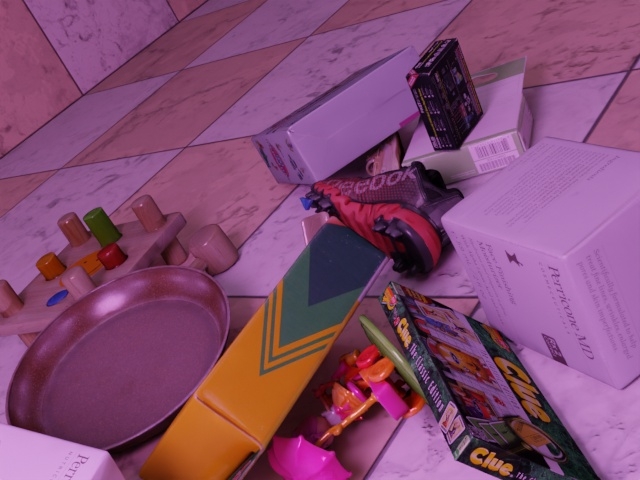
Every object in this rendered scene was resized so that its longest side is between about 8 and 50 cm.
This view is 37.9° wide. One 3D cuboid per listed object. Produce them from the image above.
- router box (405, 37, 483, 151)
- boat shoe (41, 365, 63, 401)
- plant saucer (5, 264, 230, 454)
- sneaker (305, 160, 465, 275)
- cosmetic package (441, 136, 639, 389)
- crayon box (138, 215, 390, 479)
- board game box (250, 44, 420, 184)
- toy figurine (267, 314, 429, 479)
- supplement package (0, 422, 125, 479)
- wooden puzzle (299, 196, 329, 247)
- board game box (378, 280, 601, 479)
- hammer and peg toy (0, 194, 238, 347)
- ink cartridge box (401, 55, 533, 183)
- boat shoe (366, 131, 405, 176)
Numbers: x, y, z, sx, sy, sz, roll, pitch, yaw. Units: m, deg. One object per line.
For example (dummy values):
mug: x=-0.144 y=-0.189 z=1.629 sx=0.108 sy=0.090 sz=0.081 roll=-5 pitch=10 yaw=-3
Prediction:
router box: x=0.168 y=-0.194 z=1.246 sx=0.038 sy=0.122 sz=0.092 roll=2 pitch=40 yaw=39
boat shoe: x=-0.347 y=0.193 z=1.271 sx=0.042 sy=0.049 sz=0.133 roll=-4 pitch=36 yaw=33
plant saucer: x=-0.248 y=0.156 z=1.178 sx=0.310 sy=0.050 sz=0.311 roll=-16 pitch=37 yaw=12
sneaker: x=0.088 y=-0.042 z=1.198 sx=0.135 sy=0.098 sz=0.276 roll=-38 pitch=29 yaw=-19
cosmetic package: x=0.243 y=0.013 z=0.871 sx=0.151 sy=0.151 sz=0.183 roll=-36 pitch=25 yaw=-15
crayon box: x=-0.067 y=0.140 z=0.926 sx=0.318 sy=0.081 sz=0.202 roll=-54 pitch=0 yaw=-42
board game box: x=0.029 y=-0.185 z=1.443 sx=0.224 sy=0.098 sz=0.303 roll=-34 pitch=11 yaw=-9
toy figurine: x=0.018 y=0.165 z=0.884 sx=0.159 sy=0.130 sz=0.173 roll=-41 pitch=15 yaw=-3
supplement package: x=-0.321 y=0.270 z=0.825 sx=0.292 sy=0.175 sz=0.178 roll=8 pitch=47 yaw=22
wooden puzzle: x=0.000 y=0.000 z=1.214 sx=0.014 sy=0.116 sz=0.078 roll=-11 pitch=5 yaw=-26
board game box: x=0.138 y=0.125 z=0.801 sx=0.030 sy=0.136 sz=0.260 roll=-57 pitch=21 yaw=15
hammer and peg toy: x=-0.323 y=0.047 z=1.421 sx=0.361 sy=0.127 sz=0.266 roll=-9 pitch=32 yaw=36
ink cartridge box: x=0.221 y=-0.171 z=1.350 sx=0.171 sy=0.056 sz=0.235 roll=-15 pitch=28 yaw=26
boat shoe: x=0.094 y=-0.112 z=1.363 sx=0.059 sy=0.063 sz=0.170 roll=-16 pitch=28 yaw=13
